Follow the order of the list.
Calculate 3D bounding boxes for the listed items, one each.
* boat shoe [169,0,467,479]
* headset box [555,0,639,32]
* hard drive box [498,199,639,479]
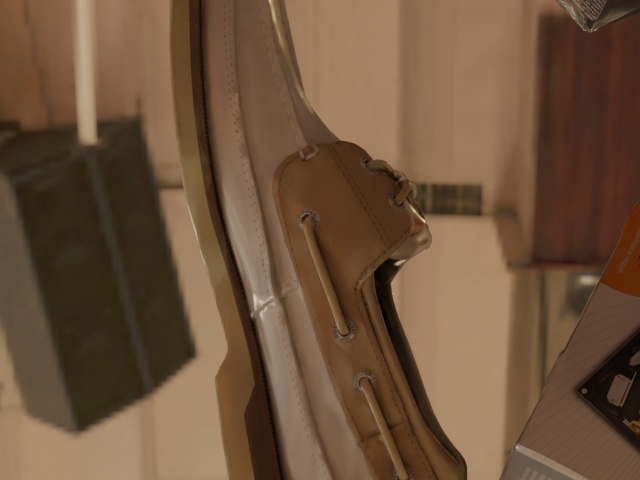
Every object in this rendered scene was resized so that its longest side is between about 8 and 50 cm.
[{"bbox_3d":[0.000,0.000,0.828,0.103,0.302,0.113,-10,-178,11],"label":"boat shoe"},{"bbox_3d":[0.156,-0.319,1.149,0.110,0.218,0.293,-19,-125,29],"label":"headset box"},{"bbox_3d":[0.222,0.094,0.834,0.232,0.089,0.181,26,-119,8],"label":"hard drive box"}]
